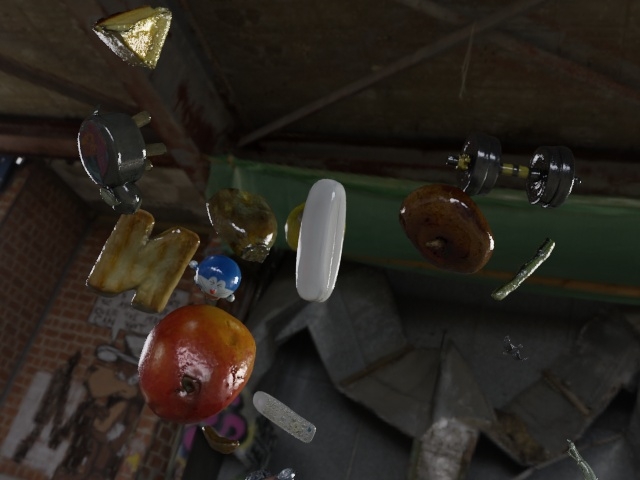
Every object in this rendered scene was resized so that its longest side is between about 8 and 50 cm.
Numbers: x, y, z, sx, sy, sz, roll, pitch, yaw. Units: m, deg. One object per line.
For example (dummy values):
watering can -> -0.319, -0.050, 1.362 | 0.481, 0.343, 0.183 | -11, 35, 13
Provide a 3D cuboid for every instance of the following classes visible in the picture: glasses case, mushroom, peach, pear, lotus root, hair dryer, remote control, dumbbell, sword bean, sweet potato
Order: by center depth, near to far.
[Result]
glasses case -> 0.000, 0.000, 1.128 | 0.049, 0.197, 0.076 | 11, -6, -37
hair dryer -> 0.614, 0.524, 1.507 | 0.167, 0.199, 0.067 | 8, -39, -11
peach -> -0.270, 0.272, 1.569 | 0.281, 0.281, 0.238 | 1, -64, 30
pear -> -0.017, -0.029, 1.604 | 0.141, 0.141, 0.104 | 2, -22, 28
mushroom -> 0.351, -0.055, 1.948 | 0.267, 0.254, 0.267 | 10, -27, 5
dumbbell -> 0.544, -0.196, 1.997 | 0.389, 0.185, 0.185 | 9, -26, -6
sword bean -> 0.587, 0.084, 2.042 | 0.043, 0.269, 0.038 | 30, -29, 43
remote control -> -0.114, 0.546, 2.220 | 0.229, 0.044, 0.073 | 29, -68, 17
sweet potato -> -0.329, 0.640, 2.265 | 0.182, 0.053, 0.054 | 14, -54, 44
lotus root -> -0.274, -0.056, 2.686 | 0.267, 0.260, 0.149 | 20, -55, -35

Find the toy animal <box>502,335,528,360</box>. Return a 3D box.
toy animal -> 0.471, 0.269, 1.747 | 0.084, 0.028, 0.050 | 46, -33, -11

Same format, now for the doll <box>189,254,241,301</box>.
doll -> -0.397, 0.144, 2.616 | 0.215, 0.161, 0.257 | 38, -26, -5

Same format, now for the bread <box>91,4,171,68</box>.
bread -> -0.486, -0.547, 1.816 | 0.140, 0.169, 0.160 | 22, 4, 33

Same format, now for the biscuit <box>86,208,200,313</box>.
biscuit -> -0.503, 0.060, 2.013 | 0.237, 0.062, 0.290 | 23, -71, -22

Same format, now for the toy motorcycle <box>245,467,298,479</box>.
toy motorcycle -> -0.117, 0.616, 1.642 | 0.307, 0.173, 0.108 | -3, -64, 54

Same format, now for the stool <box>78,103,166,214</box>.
stool -> -0.431, -0.179, 1.540 | 0.153, 0.139, 0.227 | 25, -57, 38
